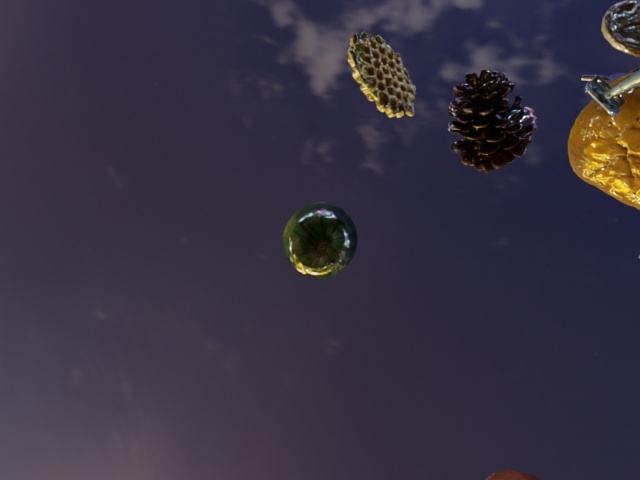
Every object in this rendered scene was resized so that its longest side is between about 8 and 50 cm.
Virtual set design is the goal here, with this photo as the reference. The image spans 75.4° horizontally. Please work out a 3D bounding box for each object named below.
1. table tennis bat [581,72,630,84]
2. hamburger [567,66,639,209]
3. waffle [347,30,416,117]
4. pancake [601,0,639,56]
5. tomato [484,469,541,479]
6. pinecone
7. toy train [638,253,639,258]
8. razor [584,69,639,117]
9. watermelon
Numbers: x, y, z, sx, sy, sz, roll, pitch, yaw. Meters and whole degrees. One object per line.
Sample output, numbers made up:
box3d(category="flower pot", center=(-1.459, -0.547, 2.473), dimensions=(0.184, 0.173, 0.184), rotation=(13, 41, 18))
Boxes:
box3d(category="table tennis bat", center=(0.739, -0.399, 1.030), dimensions=(0.158, 0.095, 0.014), rotation=(22, -40, 34))
box3d(category="hamburger", center=(0.726, -0.228, 0.925), dimensions=(0.158, 0.318, 0.319), rotation=(-32, -92, -29))
box3d(category="waffle", center=(0.202, -0.551, 1.369), dimensions=(0.062, 0.329, 0.330), rotation=(-27, -91, 46))
box3d(category="pancake", center=(0.684, -0.456, 0.892), dimensions=(0.151, 0.025, 0.152), rotation=(0, -110, 1))
box3d(category="tomato", center=(0.464, 0.611, 0.932), dimensions=(0.214, 0.181, 0.155), rotation=(38, -101, 13))
box3d(category="pinecone", center=(0.474, -0.347, 1.167), dimensions=(0.246, 0.246, 0.292), rotation=(-31, -47, 7))
box3d(category="toy train", center=(0.702, -0.003, 0.674), dimensions=(0.159, 0.326, 0.129), rotation=(37, -102, 6))
box3d(category="razor", center=(0.453, -0.231, 0.582), dimensions=(0.068, 0.135, 0.040), rotation=(41, -105, -3))
box3d(category="watermelon", center=(0.000, 0.000, 1.285), dimensions=(0.242, 0.242, 0.243), rotation=(0, -87, 7))
